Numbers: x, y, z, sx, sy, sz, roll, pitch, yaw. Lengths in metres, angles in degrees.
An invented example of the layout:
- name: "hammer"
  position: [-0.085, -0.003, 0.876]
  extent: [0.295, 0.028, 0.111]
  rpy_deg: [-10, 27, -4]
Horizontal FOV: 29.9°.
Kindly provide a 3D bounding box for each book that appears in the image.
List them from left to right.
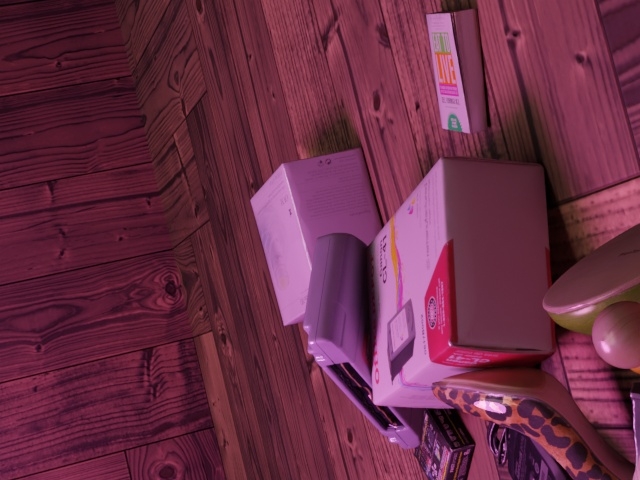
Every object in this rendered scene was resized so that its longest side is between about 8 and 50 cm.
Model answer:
- name: "book"
  position: [0.165, -0.206, 1.454]
  extent: [0.096, 0.035, 0.144]
  rpy_deg: [-153, 52, -71]

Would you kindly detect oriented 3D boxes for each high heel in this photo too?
- name: "high heel"
  position: [0.238, 0.232, 1.254]
  extent: [0.261, 0.093, 0.186]
  rpy_deg: [3, 104, 29]

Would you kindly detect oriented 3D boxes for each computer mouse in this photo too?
- name: "computer mouse"
  position: [0.270, 0.250, 1.385]
  extent: [0.272, 0.072, 0.188]
  rpy_deg: [-110, 18, -53]

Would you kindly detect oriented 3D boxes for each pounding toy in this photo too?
- name: "pounding toy"
  position: [0.300, 0.056, 1.014]
  extent: [0.110, 0.183, 0.237]
  rpy_deg: [57, -176, -5]

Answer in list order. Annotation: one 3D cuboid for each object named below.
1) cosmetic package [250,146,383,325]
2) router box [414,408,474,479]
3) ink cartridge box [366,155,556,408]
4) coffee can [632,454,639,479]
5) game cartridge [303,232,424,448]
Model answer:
- name: "cosmetic package"
  position: [0.000, 0.000, 1.892]
  extent: [0.224, 0.138, 0.224]
  rpy_deg: [140, 115, -69]
- name: "router box"
  position: [0.176, 0.301, 1.720]
  extent: [0.122, 0.038, 0.092]
  rpy_deg: [95, 155, -42]
- name: "ink cartridge box"
  position: [0.156, 0.062, 1.416]
  extent: [0.306, 0.131, 0.226]
  rpy_deg: [127, 144, -65]
- name: "coffee can"
  position: [0.324, 0.231, 0.896]
  extent: [0.201, 0.202, 0.275]
  rpy_deg: [-136, 53, -59]
- name: "game cartridge"
  position: [0.071, 0.128, 1.608]
  extent: [0.294, 0.060, 0.196]
  rpy_deg: [51, -147, -44]
